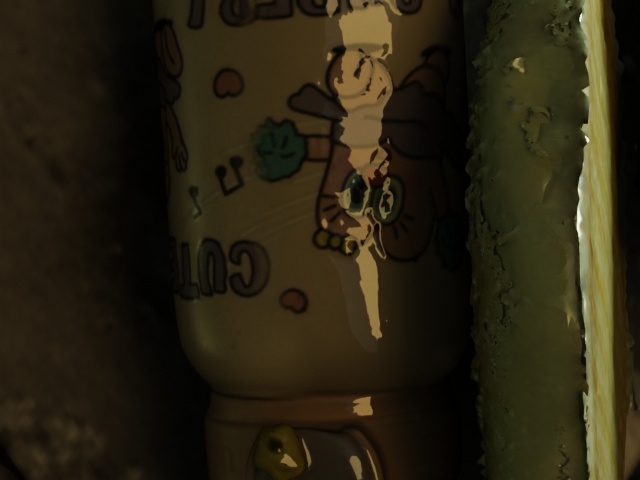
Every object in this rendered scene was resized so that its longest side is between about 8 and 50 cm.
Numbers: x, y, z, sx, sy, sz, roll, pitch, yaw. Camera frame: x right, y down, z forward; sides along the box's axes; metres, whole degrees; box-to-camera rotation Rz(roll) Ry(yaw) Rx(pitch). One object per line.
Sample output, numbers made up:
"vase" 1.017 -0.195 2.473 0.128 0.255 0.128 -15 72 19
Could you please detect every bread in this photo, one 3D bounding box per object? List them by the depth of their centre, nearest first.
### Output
"bread" 0.079 0.019 0.627 0.267 0.040 0.267 -1 90 -78

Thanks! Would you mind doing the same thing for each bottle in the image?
"bottle" 0.000 0.000 0.585 0.110 0.097 0.209 -26 112 -80

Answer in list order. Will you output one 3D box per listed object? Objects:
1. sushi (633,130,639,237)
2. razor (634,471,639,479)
"sushi" 0.279 -0.028 0.770 0.348 0.234 0.208 21 79 -18
"razor" 0.136 0.106 0.768 0.154 0.028 0.044 -43 126 -33
